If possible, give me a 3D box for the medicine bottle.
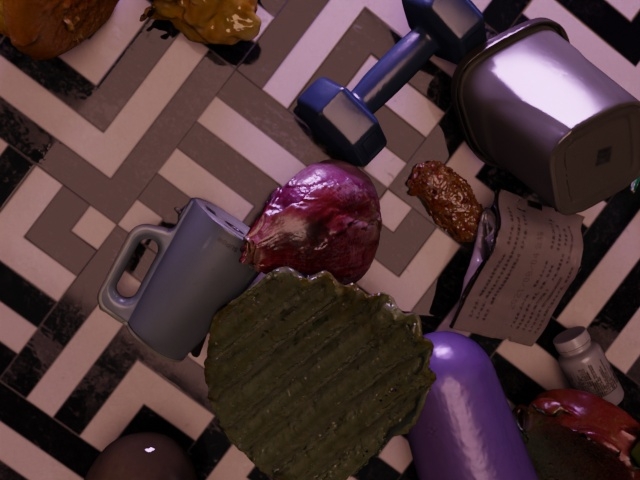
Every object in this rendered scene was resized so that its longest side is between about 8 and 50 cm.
[{"bbox_3d":[0.469,0.226,1.342,0.079,0.079,0.140,-29,95,-3],"label":"medicine bottle"}]

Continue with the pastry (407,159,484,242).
[{"bbox_3d":[0.226,-0.069,1.313,0.087,0.063,0.169,-45,97,1],"label":"pastry"}]

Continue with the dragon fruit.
[{"bbox_3d":[0.459,0.363,1.275,0.295,0.268,0.130,41,51,22],"label":"dragon fruit"}]

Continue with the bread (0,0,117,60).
[{"bbox_3d":[-0.418,-0.413,1.160,0.145,0.268,0.268,25,91,11],"label":"bread"}]

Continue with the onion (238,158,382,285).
[{"bbox_3d":[0.000,0.000,1.194,0.283,0.120,0.227,-22,117,-43],"label":"onion"}]

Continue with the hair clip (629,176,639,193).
[{"bbox_3d":[0.584,-0.164,1.352,0.049,0.049,0.173,23,90,-6],"label":"hair clip"}]

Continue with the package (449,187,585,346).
[{"bbox_3d":[0.342,0.054,1.302,0.203,0.062,0.251,15,96,-25],"label":"package"}]

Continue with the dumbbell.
[{"bbox_3d":[0.120,-0.278,1.253,0.325,0.144,0.160,-45,97,0],"label":"dumbbell"}]

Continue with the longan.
[{"bbox_3d":[-0.290,0.419,1.238,0.196,0.196,0.220,-13,102,-4],"label":"longan"}]

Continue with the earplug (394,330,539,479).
[{"bbox_3d":[0.256,0.372,1.277,0.215,0.215,0.456,-18,91,-3],"label":"earplug"}]

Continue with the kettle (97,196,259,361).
[{"bbox_3d":[-0.228,0.057,1.239,0.210,0.160,0.243,35,95,-15],"label":"kettle"}]

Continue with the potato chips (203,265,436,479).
[{"bbox_3d":[-0.025,0.223,1.216,0.358,0.070,0.429,39,120,-8],"label":"potato chips"}]

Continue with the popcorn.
[{"bbox_3d":[-0.193,-0.423,1.198,0.253,0.190,0.191,23,84,-2],"label":"popcorn"}]

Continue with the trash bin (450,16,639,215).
[{"bbox_3d":[0.368,-0.190,1.205,0.219,0.250,0.219,-30,132,-2],"label":"trash bin"}]
